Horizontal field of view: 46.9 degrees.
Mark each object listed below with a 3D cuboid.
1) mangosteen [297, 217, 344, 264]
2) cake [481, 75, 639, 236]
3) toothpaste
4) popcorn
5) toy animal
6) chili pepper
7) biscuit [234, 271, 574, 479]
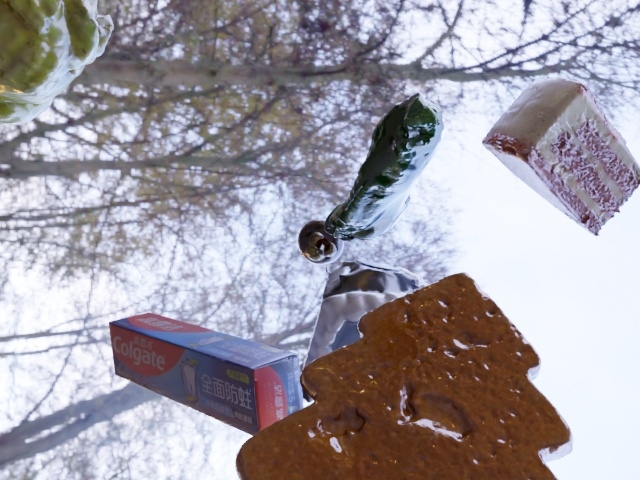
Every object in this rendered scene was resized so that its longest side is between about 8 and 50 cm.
[{"bbox_3d":[0.001,0.000,1.253,0.081,0.081,0.081,2,-87,43],"label":"mangosteen"},{"bbox_3d":[0.413,-0.135,1.182,0.262,0.159,0.158,39,-84,-1],"label":"cake"},{"bbox_3d":[-0.144,0.145,0.858,0.320,0.066,0.076,4,-77,48],"label":"toothpaste"},{"bbox_3d":[-0.412,-0.292,0.975,0.286,0.173,0.225,-22,-78,47],"label":"popcorn"},{"bbox_3d":[0.060,0.128,1.002,0.156,0.208,0.204,14,-79,3],"label":"toy animal"},{"bbox_3d":[0.061,-0.062,0.668,0.062,0.108,0.216,31,-21,5],"label":"chili pepper"},{"bbox_3d":[0.093,0.150,0.616,0.283,0.306,0.043,13,-41,14],"label":"biscuit"}]
